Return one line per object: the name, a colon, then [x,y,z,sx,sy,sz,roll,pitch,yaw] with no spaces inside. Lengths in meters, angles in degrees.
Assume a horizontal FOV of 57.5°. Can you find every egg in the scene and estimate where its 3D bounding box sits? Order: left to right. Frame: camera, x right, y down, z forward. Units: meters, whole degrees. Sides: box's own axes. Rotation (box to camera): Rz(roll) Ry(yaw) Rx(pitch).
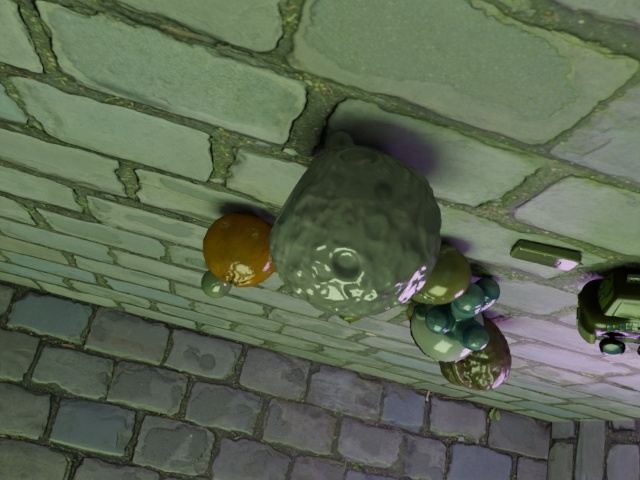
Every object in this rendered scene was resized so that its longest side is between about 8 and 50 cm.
egg: [-0.387,0.158,2.176,0.114,0.114,0.152,19,163,-15]
egg: [0.299,0.086,1.516,0.164,0.164,0.201,23,164,-25]

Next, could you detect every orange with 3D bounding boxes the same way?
orange: [-0.217,0.027,1.605,0.220,0.193,0.219,4,130,5]

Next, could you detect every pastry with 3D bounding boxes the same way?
pastry: [0.361,0.281,2.009,0.088,0.165,0.166,-26,162,-10]

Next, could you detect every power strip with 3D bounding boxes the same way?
power strip: [0.552,0.038,1.412,0.169,0.028,0.076,14,159,4]

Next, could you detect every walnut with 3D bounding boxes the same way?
walnut: [0.530,0.392,2.027,0.273,0.273,0.227,6,-165,18]

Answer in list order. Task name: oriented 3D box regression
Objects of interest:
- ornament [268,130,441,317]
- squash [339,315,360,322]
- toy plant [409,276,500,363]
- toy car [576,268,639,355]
ornament: [0.075,-0.011,1.126,0.337,0.336,0.337,12,160,4]
squash: [0.115,0.280,2.248,0.200,0.075,0.090,-11,123,45]
toy plant: [0.401,0.211,1.696,0.247,0.247,0.332,12,157,3]
toy car: [0.759,0.153,1.422,0.248,0.204,0.198,1,133,25]
